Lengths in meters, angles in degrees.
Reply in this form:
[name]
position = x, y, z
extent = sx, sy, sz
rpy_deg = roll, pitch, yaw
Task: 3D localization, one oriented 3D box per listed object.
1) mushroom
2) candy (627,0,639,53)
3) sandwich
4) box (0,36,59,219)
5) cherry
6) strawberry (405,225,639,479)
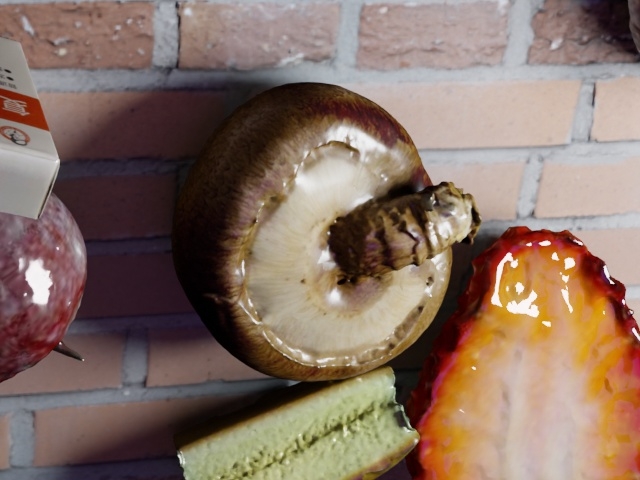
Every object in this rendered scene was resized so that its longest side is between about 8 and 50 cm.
[mushroom]
position = 0.003, -0.009, 1.790
extent = 0.278, 0.163, 0.297
rpy_deg = -18, 124, 2
[candy]
position = 0.393, -0.247, 1.780
extent = 0.214, 0.157, 0.289
rpy_deg = -12, 123, -18
[sandwich]
position = -0.026, 0.208, 1.909
extent = 0.235, 0.128, 0.122
rpy_deg = -22, 92, -3
[box]
position = -0.394, -0.128, 1.542
extent = 0.353, 0.214, 0.069
rpy_deg = 11, 117, -24
[cherry]
position = -0.330, 0.018, 1.656
extent = 0.300, 0.203, 0.230
rpy_deg = 44, 141, -16
[strawberry]
position = 0.204, 0.135, 1.964
extent = 0.265, 0.149, 0.336
rpy_deg = -3, 111, -10
